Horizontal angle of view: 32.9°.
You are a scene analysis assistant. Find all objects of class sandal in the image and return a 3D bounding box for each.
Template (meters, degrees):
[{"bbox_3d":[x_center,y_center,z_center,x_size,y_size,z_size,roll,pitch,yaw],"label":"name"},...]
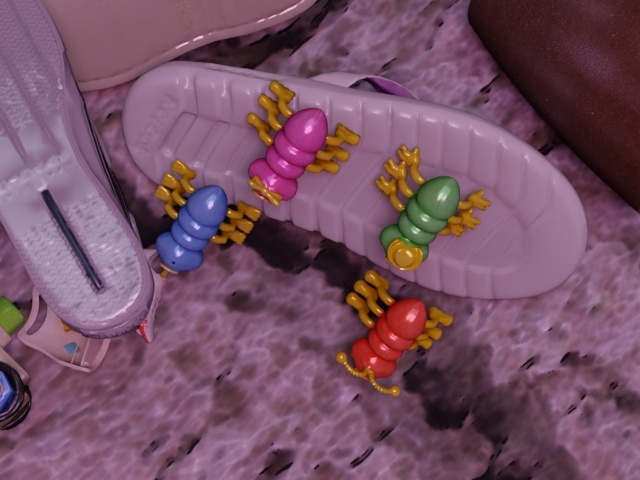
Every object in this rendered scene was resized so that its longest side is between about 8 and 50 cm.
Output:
[{"bbox_3d":[0.038,-0.076,0.942,0.416,0.169,0.102,20,36,-2],"label":"sandal"}]

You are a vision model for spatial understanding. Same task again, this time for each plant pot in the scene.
[{"bbox_3d":[0.253,-0.177,0.957,0.230,0.215,0.215,38,76,16],"label":"plant pot"}]

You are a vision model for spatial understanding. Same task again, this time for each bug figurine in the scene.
[{"bbox_3d":[0.000,0.000,0.884,0.279,0.072,0.216,29,120,-6],"label":"bug figurine"}]

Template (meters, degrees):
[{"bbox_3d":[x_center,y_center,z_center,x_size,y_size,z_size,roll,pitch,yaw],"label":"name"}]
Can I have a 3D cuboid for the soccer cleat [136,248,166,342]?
[{"bbox_3d":[-0.149,0.046,0.935,0.035,0.029,0.083,-12,75,-5],"label":"soccer cleat"}]

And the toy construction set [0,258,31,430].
[{"bbox_3d":[-0.357,0.105,0.845,0.215,0.151,0.328,44,87,4],"label":"toy construction set"}]

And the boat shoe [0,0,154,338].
[{"bbox_3d":[-0.235,-0.068,0.868,0.121,0.119,0.335,-23,82,-12],"label":"boat shoe"}]

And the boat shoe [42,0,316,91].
[{"bbox_3d":[-0.158,-0.220,0.957,0.324,0.117,0.097,-17,37,-2],"label":"boat shoe"}]

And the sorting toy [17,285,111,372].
[{"bbox_3d":[-0.215,0.068,0.917,0.075,0.045,0.083,13,71,5],"label":"sorting toy"}]
